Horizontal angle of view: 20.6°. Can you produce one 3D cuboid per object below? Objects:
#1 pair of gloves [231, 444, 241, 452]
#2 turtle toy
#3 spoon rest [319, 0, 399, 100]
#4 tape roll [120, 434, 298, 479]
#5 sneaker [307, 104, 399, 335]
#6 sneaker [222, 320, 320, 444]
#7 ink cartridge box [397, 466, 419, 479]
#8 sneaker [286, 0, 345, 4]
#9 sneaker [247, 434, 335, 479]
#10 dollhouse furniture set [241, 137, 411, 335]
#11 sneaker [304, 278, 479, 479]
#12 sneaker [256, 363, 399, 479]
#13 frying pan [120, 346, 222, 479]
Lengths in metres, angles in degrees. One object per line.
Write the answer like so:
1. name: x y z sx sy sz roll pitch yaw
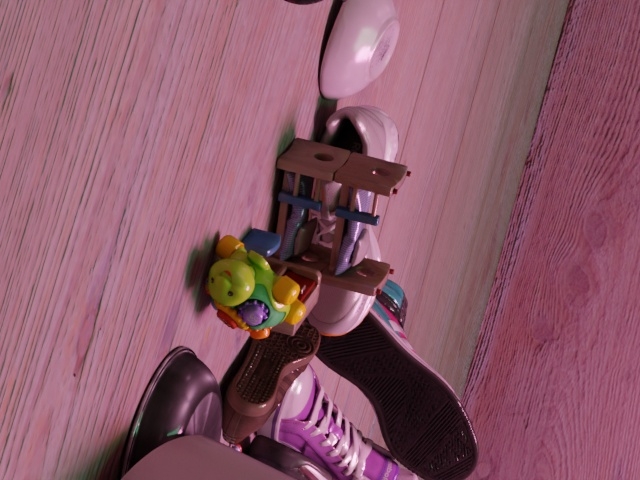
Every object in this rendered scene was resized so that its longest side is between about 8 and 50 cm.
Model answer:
1. pair of gloves: -0.117 0.309 1.879 0.159 0.023 0.198 -52 154 -63
2. turtle toy: -0.071 0.047 1.651 0.066 0.095 0.130 -49 160 -14
3. spoon rest: 0.066 -0.278 1.935 0.276 0.084 0.137 -60 164 -9
4. tape roll: -0.084 0.311 1.527 0.246 0.169 0.246 -36 137 -43
5. sneaker: 0.014 -0.026 1.948 0.121 0.099 0.263 11 86 -70
6. sneaker: -0.061 0.147 1.886 0.188 0.066 0.071 -46 166 -56
7. ink cartridge box: 0.037 0.461 2.406 0.395 0.166 0.286 63 44 -71
8. sneaker: -0.007 -0.278 1.450 0.321 0.124 0.180 -40 142 -69
9. sneaker: -0.054 0.346 2.030 0.162 0.106 0.281 -58 156 -23
10. dollhouse furniture set: 0.000 0.000 1.790 0.184 0.128 0.129 -53 154 -61
11. sneaker: 0.081 0.150 2.124 0.123 0.295 0.178 -35 -166 13
12. sneaker: 0.017 0.225 2.062 0.282 0.161 0.102 81 28 -59
13. frying pan: -0.152 0.259 1.623 0.197 0.053 0.326 34 68 -75
